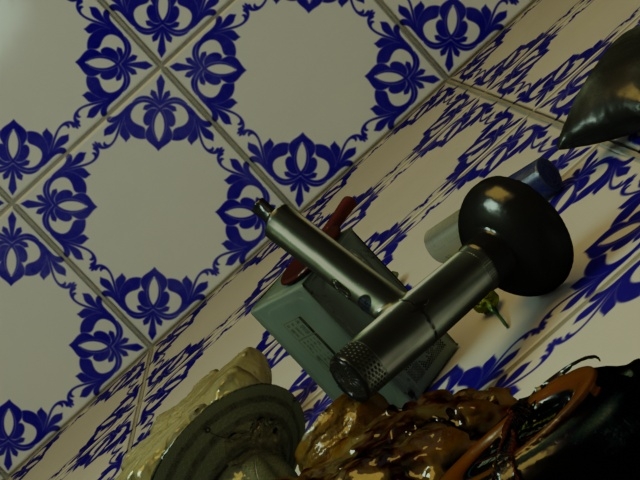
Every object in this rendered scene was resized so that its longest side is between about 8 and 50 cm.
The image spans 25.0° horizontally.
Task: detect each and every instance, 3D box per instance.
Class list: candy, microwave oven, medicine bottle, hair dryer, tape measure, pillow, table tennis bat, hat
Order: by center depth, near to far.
[{"bbox_3d":[0.185,0.191,1.120,0.202,0.135,0.223,-35,0,37],"label":"tape measure"},{"bbox_3d":[0.088,0.001,1.666,0.320,0.284,0.156,-28,-17,-28],"label":"hair dryer"},{"bbox_3d":[-0.081,0.303,1.725,0.252,0.252,0.110,-45,51,-15],"label":"hat"},{"bbox_3d":[0.216,0.087,1.789,0.035,0.035,0.123,-52,18,6],"label":"candy"},{"bbox_3d":[0.000,0.000,1.789,0.098,0.019,0.155,-31,18,53],"label":"table tennis bat"},{"bbox_3d":[0.045,0.108,1.821,0.122,0.208,0.162,-50,12,-34],"label":"microwave oven"},{"bbox_3d":[0.439,-0.224,2.003,0.186,0.106,0.250,-21,24,48],"label":"pillow"},{"bbox_3d":[0.249,-0.042,2.105,0.231,0.059,0.059,-35,12,39],"label":"medicine bottle"}]

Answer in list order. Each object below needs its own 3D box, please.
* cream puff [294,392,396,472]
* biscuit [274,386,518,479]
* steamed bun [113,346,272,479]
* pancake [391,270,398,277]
[{"bbox_3d":[0.038,0.232,1.616,0.126,0.103,0.144,-56,-14,21],"label":"cream puff"},{"bbox_3d":[0.051,0.226,1.406,0.334,0.081,0.289,-26,1,-6],"label":"biscuit"},{"bbox_3d":[-0.163,0.291,2.104,0.292,0.137,0.295,-48,5,-25],"label":"steamed bun"},{"bbox_3d":[0.077,0.100,2.294,0.129,0.022,0.116,-44,8,23],"label":"pancake"}]
